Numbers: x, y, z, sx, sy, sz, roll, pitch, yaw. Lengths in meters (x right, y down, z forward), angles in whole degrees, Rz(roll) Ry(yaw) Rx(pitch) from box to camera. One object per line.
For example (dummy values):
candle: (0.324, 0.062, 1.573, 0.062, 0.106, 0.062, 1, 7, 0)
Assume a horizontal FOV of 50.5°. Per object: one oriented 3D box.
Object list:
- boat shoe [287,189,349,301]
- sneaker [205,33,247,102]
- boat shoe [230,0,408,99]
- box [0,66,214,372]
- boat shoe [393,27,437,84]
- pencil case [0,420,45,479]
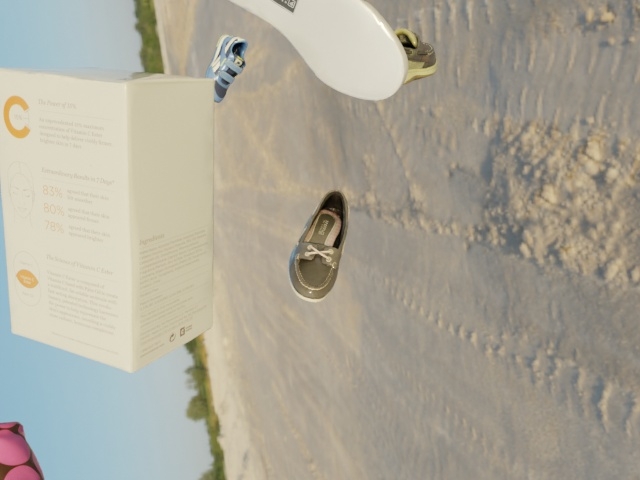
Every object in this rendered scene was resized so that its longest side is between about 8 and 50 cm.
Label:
boat shoe: (0.000, 0.000, 1.519, 0.335, 0.112, 0.095, -74, -2, -54)
sneaker: (-0.187, -0.346, 1.361, 0.053, 0.059, 0.144, 23, -100, -57)
boat shoe: (-0.005, -0.287, 0.852, 0.301, 0.102, 0.108, 36, 124, 12)
box: (-0.270, -0.041, 0.874, 0.168, 0.215, 0.345, -26, -56, -59)
boat shoe: (0.128, -0.288, 1.043, 0.223, 0.080, 0.073, -39, -43, -52)
pencil case: (-0.382, 0.327, 0.838, 0.209, 0.095, 0.098, 53, -167, 27)
